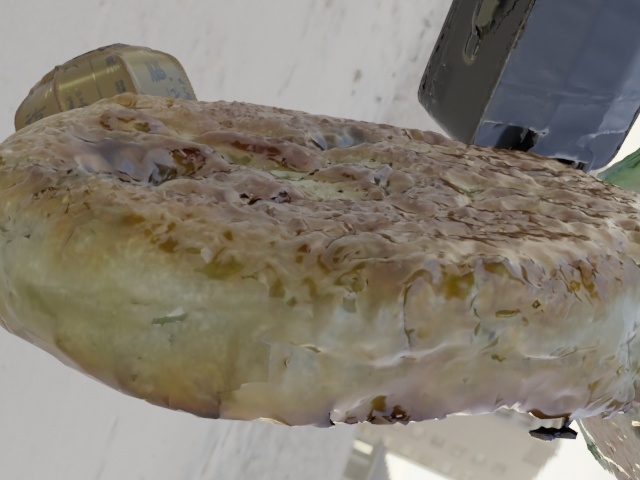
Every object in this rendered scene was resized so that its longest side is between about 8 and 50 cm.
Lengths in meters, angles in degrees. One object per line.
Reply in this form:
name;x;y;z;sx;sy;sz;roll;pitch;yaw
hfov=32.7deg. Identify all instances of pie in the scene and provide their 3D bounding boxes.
pie;0.000;0.000;0.444;0.315;0.315;0.092;-59;158;-78

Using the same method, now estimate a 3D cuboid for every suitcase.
suitcase;0.300;-0.286;1.317;0.194;0.283;0.434;53;-47;46

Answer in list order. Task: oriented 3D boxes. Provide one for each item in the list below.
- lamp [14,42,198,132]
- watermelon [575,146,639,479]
lamp;-0.157;-0.056;0.895;0.161;0.161;0.185;103;-32;-81
watermelon;0.285;0.065;0.750;0.264;0.151;0.302;-35;-151;9
